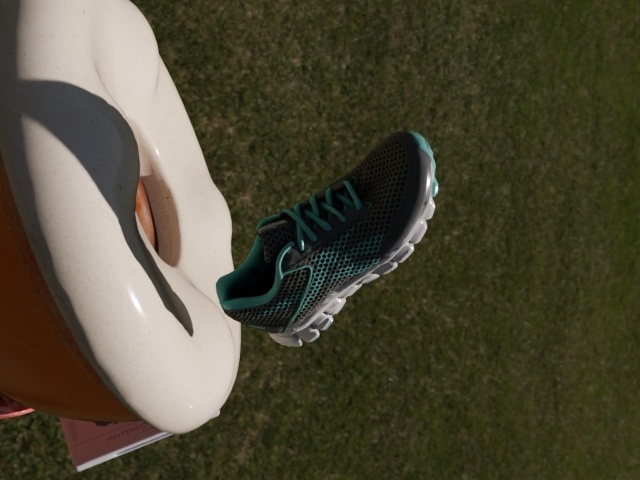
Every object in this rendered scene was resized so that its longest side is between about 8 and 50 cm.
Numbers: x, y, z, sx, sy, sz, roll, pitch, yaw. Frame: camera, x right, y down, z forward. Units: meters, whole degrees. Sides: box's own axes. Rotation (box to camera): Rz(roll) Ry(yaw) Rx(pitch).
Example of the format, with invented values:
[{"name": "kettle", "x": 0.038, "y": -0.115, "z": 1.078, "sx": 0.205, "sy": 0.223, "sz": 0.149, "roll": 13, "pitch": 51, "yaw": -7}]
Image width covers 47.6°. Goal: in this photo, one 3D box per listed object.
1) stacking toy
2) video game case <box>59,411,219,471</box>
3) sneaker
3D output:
[{"name": "stacking toy", "x": -0.324, "y": 0.025, "z": 0.551, "sx": 0.350, "sy": 0.479, "sz": 0.351, "roll": -17, "pitch": 90, "yaw": -87}, {"name": "video game case", "x": -0.195, "y": 0.129, "z": 0.726, "sx": 0.143, "sy": 0.157, "sz": 0.019, "roll": -19, "pitch": 153, "yaw": -18}, {"name": "sneaker", "x": 0.000, "y": 0.000, "z": 0.431, "sx": 0.076, "sy": 0.065, "sz": 0.166, "roll": 18, "pitch": 120, "yaw": -43}]
